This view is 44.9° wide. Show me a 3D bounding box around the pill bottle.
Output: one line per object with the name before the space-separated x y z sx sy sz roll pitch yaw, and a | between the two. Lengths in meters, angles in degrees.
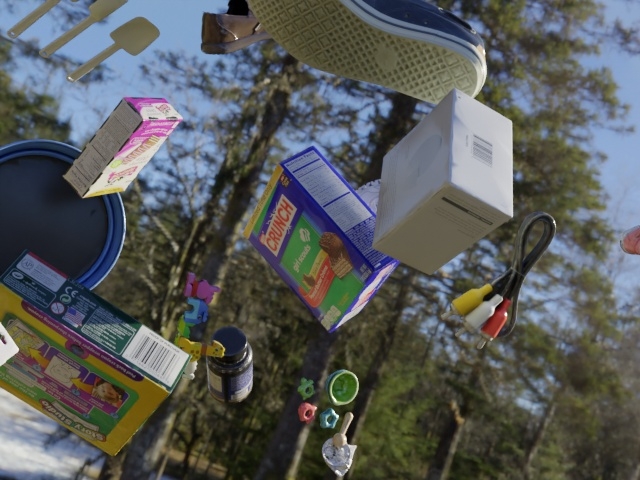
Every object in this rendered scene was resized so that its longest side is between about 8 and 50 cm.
pill bottle | -0.240 0.329 2.054 0.123 0.123 0.219 18 -42 10

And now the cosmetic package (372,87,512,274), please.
cosmetic package | 0.214 -0.098 1.361 0.138 0.224 0.225 26 -39 -20

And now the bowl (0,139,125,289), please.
bowl | -0.665 -0.040 1.834 0.391 0.391 0.077 25 -10 -24

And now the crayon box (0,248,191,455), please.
crayon box | -0.477 0.229 1.492 0.363 0.106 0.313 35 -48 -9

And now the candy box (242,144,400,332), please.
candy box | 0.000 0.000 1.702 0.317 0.122 0.268 49 -39 15

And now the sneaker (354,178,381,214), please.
sneaker | 0.185 -0.097 1.869 0.118 0.292 0.110 -101 169 -71

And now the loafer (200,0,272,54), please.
loafer | -0.188 -0.626 2.171 0.134 0.366 0.130 14 -55 35

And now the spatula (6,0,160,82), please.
spatula | -0.395 -0.344 1.274 0.242 0.019 0.168 -21 -45 35

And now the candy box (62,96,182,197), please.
candy box | -0.422 -0.200 1.664 0.071 0.233 0.159 48 22 7

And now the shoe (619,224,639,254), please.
shoe | 0.645 -0.023 1.422 0.063 0.178 0.081 61 0 -12

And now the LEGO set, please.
LEGO set | -0.241 0.191 1.579 0.093 0.227 0.087 11 6 -18

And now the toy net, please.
toy net | 0.024 0.376 1.555 0.122 0.232 0.045 -14 12 -31

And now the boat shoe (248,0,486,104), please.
boat shoe | 0.091 -0.414 1.505 0.500 0.156 0.187 23 -45 8

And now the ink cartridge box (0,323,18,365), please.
ink cartridge box | -0.366 0.122 0.810 0.028 0.083 0.048 -3 -60 48

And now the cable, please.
cable | 0.368 0.085 1.481 0.139 0.287 0.072 39 11 -11
